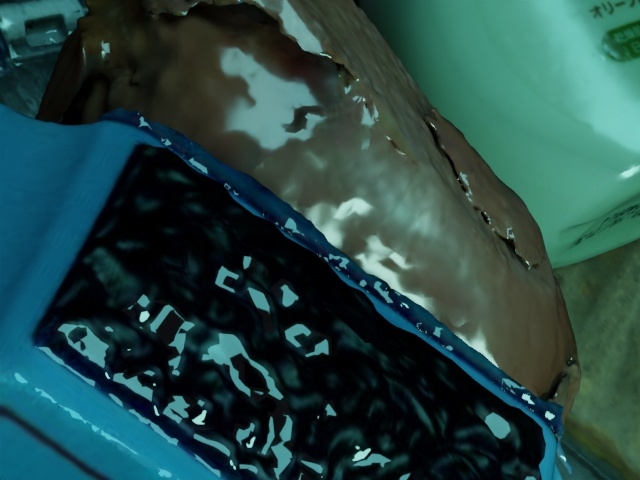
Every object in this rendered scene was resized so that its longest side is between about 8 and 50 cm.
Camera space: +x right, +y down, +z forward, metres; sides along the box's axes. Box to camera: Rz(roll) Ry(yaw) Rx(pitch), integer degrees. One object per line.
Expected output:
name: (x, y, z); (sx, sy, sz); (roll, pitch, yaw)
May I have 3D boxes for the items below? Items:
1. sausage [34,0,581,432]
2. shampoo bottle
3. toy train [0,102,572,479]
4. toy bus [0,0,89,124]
sausage: (0.000, 0.000, 0.789); (0.279, 0.152, 0.152); (51, 42, -24)
shampoo bottle: (0.107, -0.166, 1.105); (0.222, 0.151, 0.349); (-19, 71, -34)
toy train: (-0.063, 0.118, 0.691); (0.300, 0.265, 0.188); (36, 35, -14)
toy bus: (-0.180, -0.121, 0.885); (0.106, 0.131, 0.297); (-18, 71, -43)
